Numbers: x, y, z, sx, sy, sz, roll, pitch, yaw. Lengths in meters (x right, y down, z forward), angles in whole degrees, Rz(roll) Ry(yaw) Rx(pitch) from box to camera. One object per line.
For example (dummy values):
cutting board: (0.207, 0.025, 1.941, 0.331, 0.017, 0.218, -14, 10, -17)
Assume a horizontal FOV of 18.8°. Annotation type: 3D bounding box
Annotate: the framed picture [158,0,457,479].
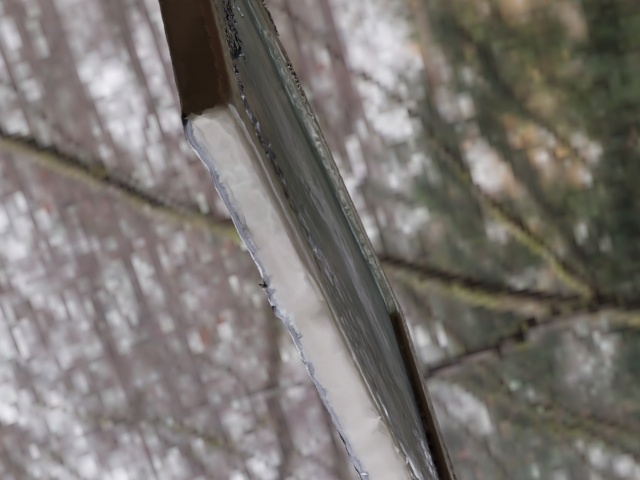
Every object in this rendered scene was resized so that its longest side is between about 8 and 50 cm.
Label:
framed picture: (0.000, 0.000, 0.736, 0.022, 0.335, 0.247, -21, -140, 5)
